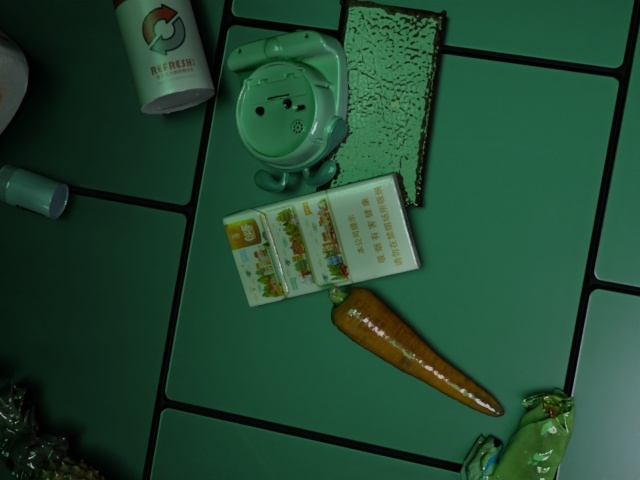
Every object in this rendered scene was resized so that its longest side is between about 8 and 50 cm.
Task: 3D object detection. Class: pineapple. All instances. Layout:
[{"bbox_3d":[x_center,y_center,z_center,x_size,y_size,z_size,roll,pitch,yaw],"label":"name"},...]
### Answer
[{"bbox_3d":[-0.360,0.289,1.358,0.125,0.125,0.251,-42,76,9],"label":"pineapple"}]

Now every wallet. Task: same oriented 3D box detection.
[{"bbox_3d":[0.074,-0.167,1.301,0.133,0.039,0.243,7,90,7],"label":"wallet"}]

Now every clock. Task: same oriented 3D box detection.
[{"bbox_3d":[-0.037,-0.154,1.290,0.148,0.060,0.188,-9,84,31],"label":"clock"}]

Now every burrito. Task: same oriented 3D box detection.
[{"bbox_3d":[0.209,0.299,1.257,0.104,0.054,0.288,26,96,14],"label":"burrito"}]

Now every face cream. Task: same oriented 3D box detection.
[{"bbox_3d":[-0.205,-0.274,1.333,0.096,0.096,0.214,-16,85,12],"label":"face cream"}]

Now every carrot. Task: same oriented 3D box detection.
[{"bbox_3d":[0.112,0.137,1.285,0.257,0.061,0.061,36,97,1],"label":"carrot"}]

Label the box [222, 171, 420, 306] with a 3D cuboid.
[{"bbox_3d":[0.000,0.000,1.297,0.220,0.032,0.122,-14,101,17],"label":"box"}]

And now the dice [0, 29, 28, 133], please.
[{"bbox_3d":[-0.503,-0.212,1.349,0.192,0.193,0.194,39,99,9],"label":"dice"}]

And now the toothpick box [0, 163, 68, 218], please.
[{"bbox_3d":[-0.378,-0.064,1.390,0.083,0.052,0.052,19,93,11],"label":"toothpick box"}]
